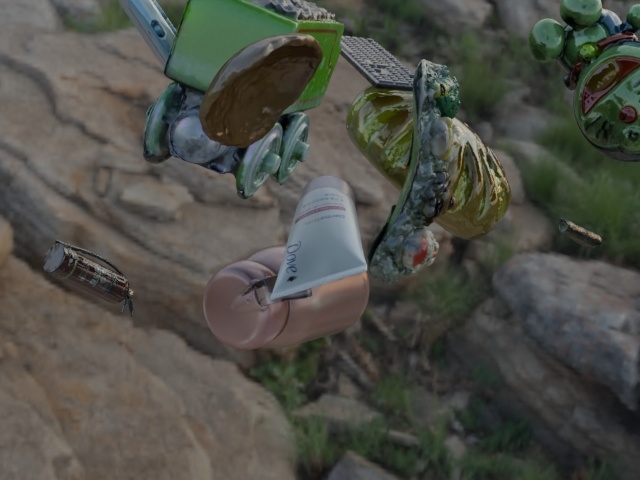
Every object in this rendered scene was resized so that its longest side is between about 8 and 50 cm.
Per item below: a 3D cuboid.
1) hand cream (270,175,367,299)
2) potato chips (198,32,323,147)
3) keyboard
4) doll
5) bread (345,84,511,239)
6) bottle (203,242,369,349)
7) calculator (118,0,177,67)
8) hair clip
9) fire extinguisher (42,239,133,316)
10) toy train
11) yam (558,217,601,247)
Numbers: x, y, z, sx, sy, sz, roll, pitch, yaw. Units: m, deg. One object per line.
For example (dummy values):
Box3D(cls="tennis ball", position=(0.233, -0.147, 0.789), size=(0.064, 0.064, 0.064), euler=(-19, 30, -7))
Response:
Box3D(cls="hand cream", position=(0.000, 0.000, 1.558), size=(0.133, 0.083, 0.248), euler=(-20, 25, 12))
Box3D(cls="potato chips", position=(-0.066, -0.163, 1.173), size=(0.049, 0.150, 0.201), euler=(45, 9, 7))
Box3D(cls="keyboard", position=(0.094, -0.302, 1.929), size=(0.100, 0.018, 0.310), euler=(4, 23, -17))
Box3D(cls="doll", position=(0.501, -0.262, 1.883), size=(0.186, 0.198, 0.322), euler=(0, 59, -51))
Box3D(cls="bread", position=(0.196, -0.145, 1.969), size=(0.333, 0.160, 0.333), euler=(39, 12, -10))
Box3D(cls="bottle", position=(-0.049, 0.083, 1.867), size=(0.206, 0.173, 0.296), euler=(-21, -8, 34))
Box3D(cls="calculator", position=(-0.221, -0.285, 1.535), size=(0.042, 0.188, 0.302), euler=(-36, 13, -3))
Box3D(cls="hair clip", position=(0.155, -0.090, 1.622), size=(0.091, 0.321, 0.138), euler=(15, 7, 23))
Box3D(cls="fire extinguisher", position=(-0.308, 0.050, 1.549), size=(0.043, 0.158, 0.064), euler=(-16, 60, 29))
Box3D(cls="toy train", position=(-0.091, -0.196, 1.426), size=(0.173, 0.249, 0.307), euler=(24, 15, 10))
Box3D(cls="yam", position=(0.412, -0.012, 1.830), size=(0.033, 0.027, 0.129), euler=(21, 1, 41))
